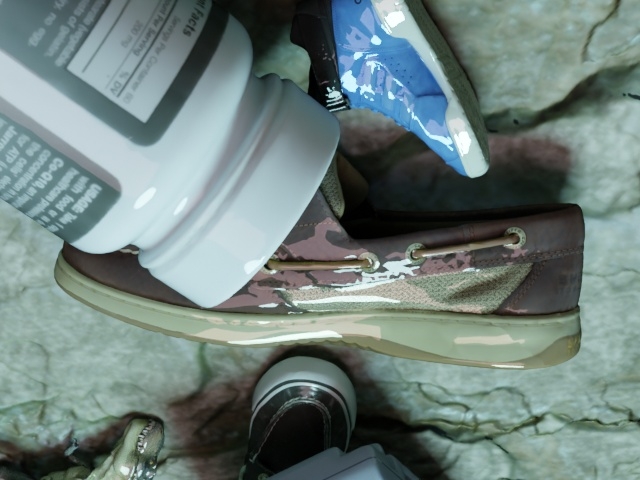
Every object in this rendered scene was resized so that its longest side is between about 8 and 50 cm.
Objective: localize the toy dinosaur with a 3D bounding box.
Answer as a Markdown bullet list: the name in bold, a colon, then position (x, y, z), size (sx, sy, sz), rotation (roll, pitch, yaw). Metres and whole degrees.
- **toy dinosaur**: position (-0.240, 0.197, 1.415), size (0.268, 0.064, 0.118), rotation (-29, 131, 34)

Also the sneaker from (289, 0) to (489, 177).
- **sneaker**: position (0.038, -0.090, 1.100), size (0.084, 0.058, 0.152), rotation (-22, 123, 18)

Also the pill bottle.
- **pill bottle**: position (-0.141, -0.094, 1.027), size (0.283, 0.161, 0.161), rotation (35, 128, -15)

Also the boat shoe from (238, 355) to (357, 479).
- **boat shoe**: position (-0.022, 0.176, 1.357), size (0.077, 0.070, 0.219), rotation (10, 134, -3)

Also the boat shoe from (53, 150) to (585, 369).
- **boat shoe**: position (0.000, 0.000, 1.174), size (0.342, 0.123, 0.123), rotation (7, 104, 11)

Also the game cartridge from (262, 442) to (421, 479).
- **game cartridge**: position (0.020, 0.256, 1.377), size (0.196, 0.060, 0.294), rotation (-24, 142, 17)
